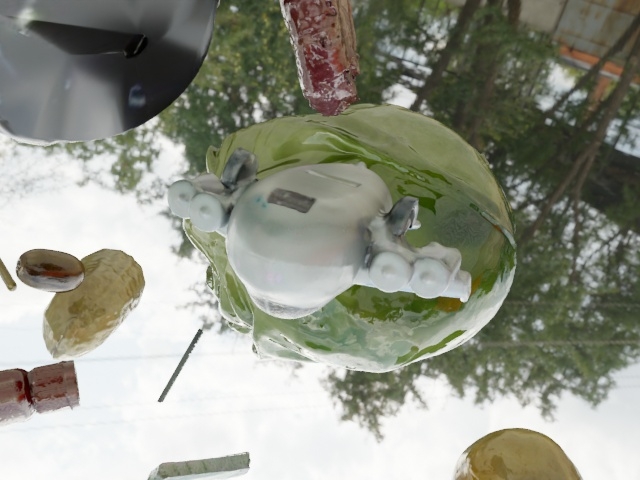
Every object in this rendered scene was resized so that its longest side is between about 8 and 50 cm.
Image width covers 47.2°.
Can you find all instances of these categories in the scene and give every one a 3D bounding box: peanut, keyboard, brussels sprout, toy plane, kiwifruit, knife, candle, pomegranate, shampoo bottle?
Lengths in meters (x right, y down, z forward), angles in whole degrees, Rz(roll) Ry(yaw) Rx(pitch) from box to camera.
[{"bbox_3d":[-0.466,0.120,1.515,0.174,0.158,0.340,-17,-165,3],"label":"peanut"},{"bbox_3d":[-0.302,0.271,1.584,0.014,0.176,0.055,30,167,-2],"label":"keyboard"},{"bbox_3d":[0.074,-0.004,0.970,0.426,0.342,0.361,-19,-159,-35],"label":"brussels sprout"},{"bbox_3d":[0.001,-0.005,0.624,0.267,0.122,0.267,13,-168,-3],"label":"toy plane"},{"bbox_3d":[-0.470,0.053,1.280,0.075,0.075,0.124,35,-171,37],"label":"kiwifruit"},{"bbox_3d":[-0.508,-0.014,1.078,0.022,0.046,0.256,-30,-116,-23],"label":"knife"},{"bbox_3d":[-0.247,-0.232,0.594,0.221,0.221,0.342,-5,-144,-44],"label":"candle"},{"bbox_3d":[0.325,0.426,1.215,0.233,0.233,0.233,15,-158,-6],"label":"pomegranate"},{"bbox_3d":[-0.494,0.228,0.998,0.314,0.118,0.076,-8,-118,-19],"label":"shampoo bottle"}]

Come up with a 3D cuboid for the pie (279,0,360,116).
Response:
[{"bbox_3d":[0.003,-0.235,0.757,0.054,0.204,0.218,-8,-137,11],"label":"pie"}]

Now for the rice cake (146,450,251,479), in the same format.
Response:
[{"bbox_3d":[-0.197,0.381,1.219,0.211,0.043,0.034,14,-139,-50],"label":"rice cake"}]
